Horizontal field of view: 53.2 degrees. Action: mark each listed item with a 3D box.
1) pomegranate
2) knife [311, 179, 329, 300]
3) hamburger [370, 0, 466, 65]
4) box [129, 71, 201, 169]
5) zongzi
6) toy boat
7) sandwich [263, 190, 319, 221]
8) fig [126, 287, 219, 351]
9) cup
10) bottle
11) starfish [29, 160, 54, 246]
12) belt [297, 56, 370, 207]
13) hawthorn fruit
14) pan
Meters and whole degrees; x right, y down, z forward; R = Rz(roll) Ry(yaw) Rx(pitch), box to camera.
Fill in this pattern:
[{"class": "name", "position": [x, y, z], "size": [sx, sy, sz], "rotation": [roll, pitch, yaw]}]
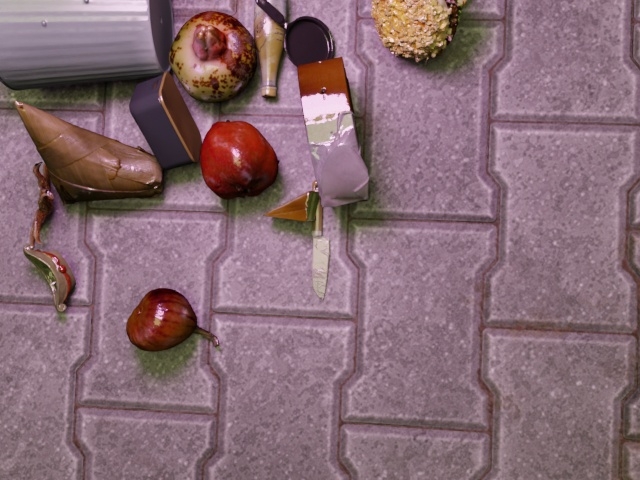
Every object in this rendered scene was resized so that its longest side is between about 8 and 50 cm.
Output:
[{"class": "pomegranate", "position": [-0.254, -0.442, 1.492], "size": [0.214, 0.248, 0.214], "rotation": [0, 83, 0]}, {"class": "knife", "position": [0.000, 0.000, 1.570], "size": [0.047, 0.017, 0.298], "rotation": [1, 88, 0]}, {"class": "hamburger", "position": [0.207, -0.536, 1.469], "size": [0.261, 0.243, 0.138], "rotation": [43, 59, 17]}, {"class": "box", "position": [-0.365, -0.277, 1.511], "size": [0.090, 0.145, 0.201], "rotation": [-16, 130, 8]}, {"class": "zongzi", "position": [-0.524, -0.214, 1.489], "size": [0.273, 0.300, 0.145], "rotation": [-2, 54, 3]}, {"class": "toy boat", "position": [-0.661, 0.084, 1.580], "size": [0.071, 0.089, 0.185], "rotation": [-33, 99, -36]}, {"class": "sandwich", "position": [-0.070, -0.088, 1.542], "size": [0.116, 0.074, 0.074], "rotation": [8, 93, 16]}, {"class": "fig", "position": [-0.363, 0.186, 1.536], "size": [0.202, 0.148, 0.149], "rotation": [-13, 122, -33]}, {"class": "cup", "position": [-0.565, -0.559, 1.498], "size": [0.392, 0.310, 0.401], "rotation": [-1, 90, -1]}, {"class": "bottle", "position": [-0.125, -0.486, 1.567], "size": [0.083, 0.083, 0.270], "rotation": [3, 93, 4]}, {"class": "starfish", "position": [-0.688, -0.087, 1.581], "size": [0.056, 0.213, 0.238], "rotation": [6, 131, -21]}, {"class": "belt", "position": [0.033, -0.247, 1.476], "size": [0.122, 0.217, 0.339], "rotation": [-10, 89, 4]}, {"class": "hawthorn fruit", "position": [-0.201, -0.201, 1.524], "size": [0.185, 0.185, 0.202], "rotation": [-21, 69, 3]}, {"class": "pan", "position": [-0.066, -0.504, 1.538], "size": [0.235, 0.028, 0.136], "rotation": [36, 76, -25]}]
